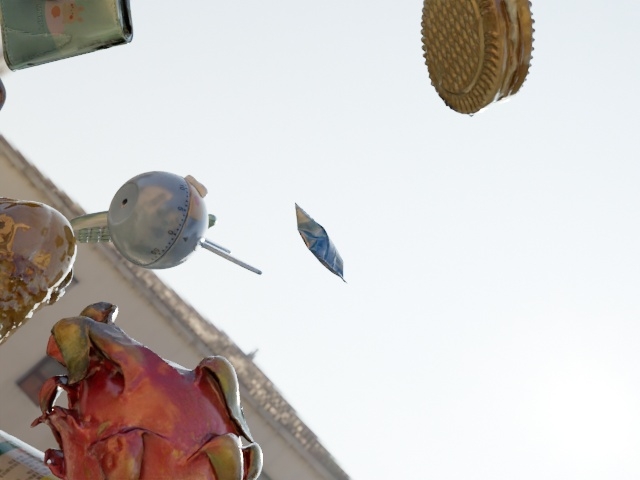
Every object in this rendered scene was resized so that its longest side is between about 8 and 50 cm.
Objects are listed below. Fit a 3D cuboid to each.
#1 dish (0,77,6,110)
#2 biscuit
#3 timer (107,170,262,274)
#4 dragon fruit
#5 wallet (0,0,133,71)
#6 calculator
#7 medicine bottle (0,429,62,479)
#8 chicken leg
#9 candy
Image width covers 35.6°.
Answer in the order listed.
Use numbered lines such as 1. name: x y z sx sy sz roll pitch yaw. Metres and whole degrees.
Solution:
1. dish: -0.603 -0.266 1.691 0.091 0.213 0.213 7 -41 18
2. biscuit: 0.236 -0.318 1.535 0.259 0.079 0.259 168 -90 -70
3. timer: -0.216 -0.031 1.605 0.175 0.256 0.175 -2 -92 56
4. dragon fruit: -0.204 0.219 1.090 0.307 0.243 0.227 20 0 24
5. wallet: -0.463 -0.415 1.807 0.251 0.075 0.176 -9 -96 19
6. calculator: -0.351 -0.032 1.951 0.184 0.295 0.042 140 -56 -71
7. medicine bottle: -0.479 0.383 1.435 0.340 0.208 0.208 21 -35 24
8. chicken leg: -0.538 0.110 1.426 0.295 0.409 0.182 13 -25 16
9. candy: 0.000 0.000 1.533 0.088 0.038 0.136 40 19 -45
